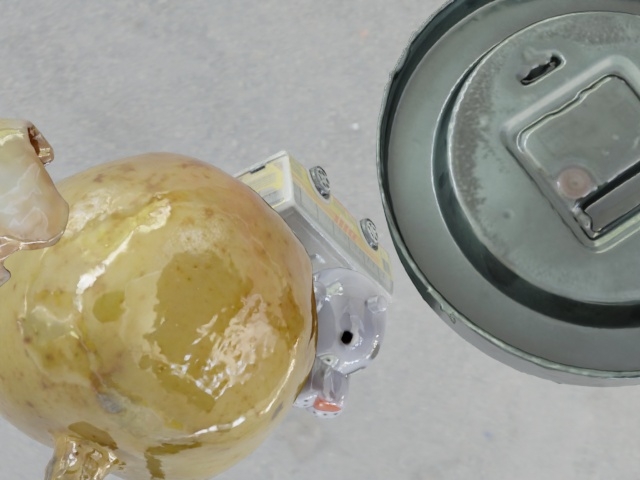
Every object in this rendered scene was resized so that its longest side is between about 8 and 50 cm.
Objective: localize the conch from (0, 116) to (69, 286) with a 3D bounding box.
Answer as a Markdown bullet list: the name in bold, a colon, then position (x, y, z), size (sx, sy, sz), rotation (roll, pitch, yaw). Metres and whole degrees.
- **conch**: position (-0.268, -0.009, 0.630), size (0.255, 0.127, 0.158), rotation (-25, 59, 8)

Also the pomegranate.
- **pomegranate**: position (-0.167, 0.094, 1.162), size (0.342, 0.342, 0.343), rotation (0, 89, -30)

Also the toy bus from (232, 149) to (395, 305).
- **toy bus**: position (0.000, 0.000, 1.469), size (0.268, 0.092, 0.106), rotation (45, 28, -46)

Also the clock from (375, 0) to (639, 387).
- **clock**: position (0.190, -0.050, 0.847), size (0.312, 0.061, 0.313), rotation (0, 71, 1)

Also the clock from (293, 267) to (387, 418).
- **clock**: position (-0.029, 0.109, 1.356), size (0.188, 0.254, 0.189), rotation (16, 68, -46)
